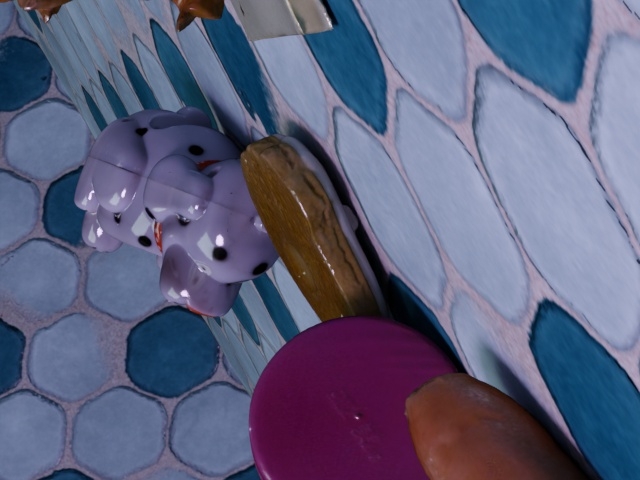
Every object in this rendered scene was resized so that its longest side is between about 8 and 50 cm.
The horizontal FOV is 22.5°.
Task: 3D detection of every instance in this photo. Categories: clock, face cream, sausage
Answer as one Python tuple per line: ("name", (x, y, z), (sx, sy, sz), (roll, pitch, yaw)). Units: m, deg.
("clock", (-0.110, -0.025, 1.575), (0.254, 0.189, 0.189), (29, 147, 57))
("face cream", (0.036, 0.174, 1.311), (0.175, 0.175, 0.195), (56, 169, 24))
("sausage", (0.185, 0.241, 1.023), (0.419, 0.094, 0.094), (54, 138, 35))

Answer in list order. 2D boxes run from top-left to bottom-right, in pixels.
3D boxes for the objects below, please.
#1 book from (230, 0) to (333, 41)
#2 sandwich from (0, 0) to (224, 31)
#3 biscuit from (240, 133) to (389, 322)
("book", (-0.087, -0.271, 1.132), (0.289, 0.026, 0.201), (63, 170, -12))
("sandwich", (-0.149, -0.219, 0.821), (0.162, 0.301, 0.250), (49, -158, -67))
("biscuit", (0.000, 0.000, 1.372), (0.208, 0.049, 0.181), (61, 169, -15))
